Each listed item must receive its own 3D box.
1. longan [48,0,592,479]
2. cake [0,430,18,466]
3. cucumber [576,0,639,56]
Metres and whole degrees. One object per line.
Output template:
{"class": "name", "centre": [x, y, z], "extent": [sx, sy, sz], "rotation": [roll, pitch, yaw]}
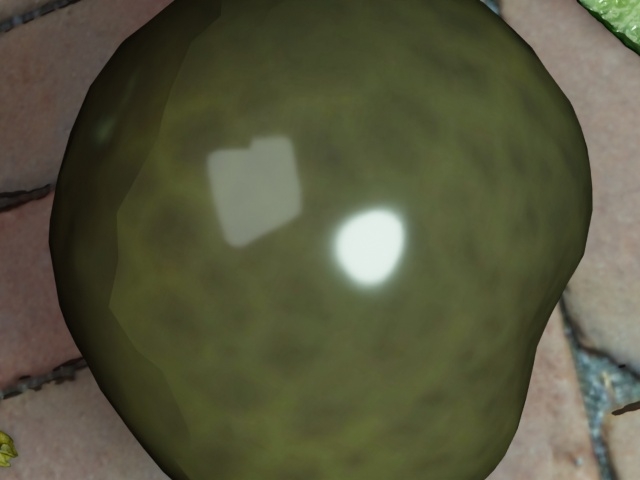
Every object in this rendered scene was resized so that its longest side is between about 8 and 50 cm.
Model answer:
{"class": "longan", "centre": [0.000, 0.000, 1.290], "extent": [0.405, 0.336, 0.404], "rotation": [0, 92, -8]}
{"class": "cake", "centre": [-0.350, 0.156, 1.540], "extent": [0.185, 0.116, 0.079], "rotation": [28, 90, 25]}
{"class": "cucumber", "centre": [0.284, -0.244, 1.366], "extent": [0.115, 0.063, 0.244], "rotation": [32, 91, 23]}
